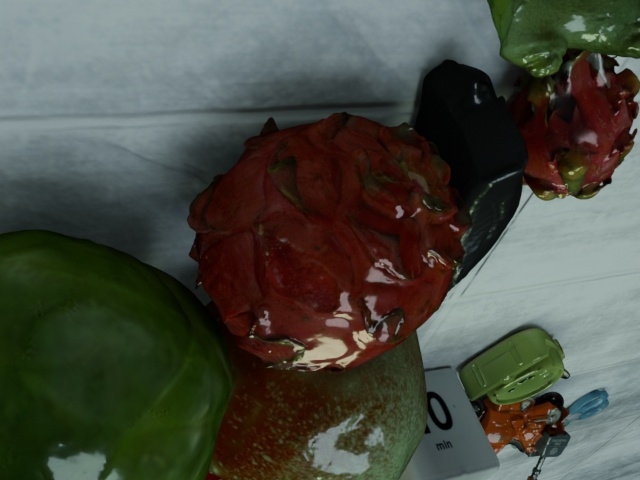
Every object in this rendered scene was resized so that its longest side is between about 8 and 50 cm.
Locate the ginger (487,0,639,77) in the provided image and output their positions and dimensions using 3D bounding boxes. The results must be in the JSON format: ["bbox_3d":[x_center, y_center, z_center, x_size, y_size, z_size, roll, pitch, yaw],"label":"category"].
[{"bbox_3d":[0.270,-0.215,0.652,0.289,0.137,0.089,-24,142,-13],"label":"ginger"}]

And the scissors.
[{"bbox_3d":[0.568,0.429,1.885,0.256,0.030,0.125,-28,146,4],"label":"scissors"}]

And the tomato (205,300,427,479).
[{"bbox_3d":[-0.018,0.156,0.911,0.303,0.303,0.239,2,123,-34],"label":"tomato"}]

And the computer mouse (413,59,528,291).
[{"bbox_3d":[0.145,-0.065,0.786,0.088,0.147,0.264,-17,149,-13],"label":"computer mouse"}]

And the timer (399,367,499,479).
[{"bbox_3d":[0.154,0.356,1.362,0.192,0.195,0.194,-3,143,-29],"label":"timer"}]

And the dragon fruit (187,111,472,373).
[{"bbox_3d":[0.010,0.001,0.715,0.252,0.241,0.241,-56,142,4],"label":"dragon fruit"}]

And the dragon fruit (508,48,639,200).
[{"bbox_3d":[0.242,-0.128,0.771,0.133,0.150,0.208,16,146,18],"label":"dragon fruit"}]

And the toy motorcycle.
[{"bbox_3d":[0.361,0.401,1.618,0.325,0.148,0.221,5,116,-28],"label":"toy motorcycle"}]

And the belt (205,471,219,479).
[{"bbox_3d":[-0.203,0.273,1.077,0.124,0.128,0.201,-14,148,-16],"label":"belt"}]

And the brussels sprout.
[{"bbox_3d":[-0.242,0.155,0.730,0.289,0.282,0.354,28,153,-29],"label":"brussels sprout"}]

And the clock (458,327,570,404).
[{"bbox_3d":[0.370,0.239,1.442,0.170,0.069,0.232,-39,145,23],"label":"clock"}]
